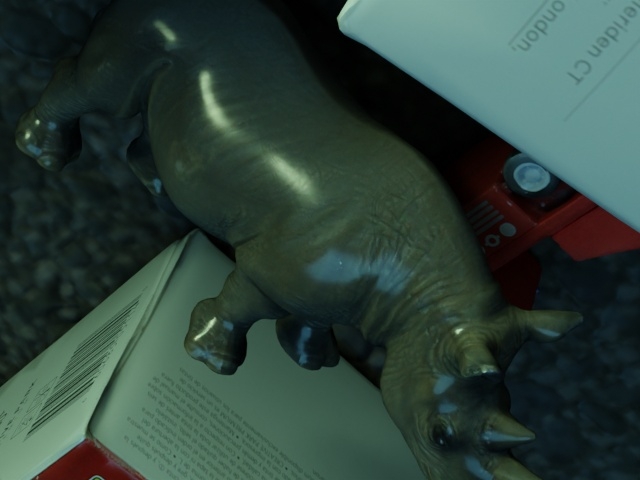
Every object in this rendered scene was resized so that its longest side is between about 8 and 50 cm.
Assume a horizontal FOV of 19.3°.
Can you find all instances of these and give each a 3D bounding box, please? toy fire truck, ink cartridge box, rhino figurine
[{"bbox_3d":[0.121,-0.001,0.659,0.135,0.047,0.192,42,128,-16],"label":"toy fire truck"},{"bbox_3d":[-0.039,0.193,0.806,0.309,0.130,0.272,41,129,-14],"label":"ink cartridge box"},{"bbox_3d":[0.000,0.000,0.635,0.243,0.073,0.106,47,127,19],"label":"rhino figurine"}]

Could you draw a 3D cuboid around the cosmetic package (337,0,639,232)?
[{"bbox_3d":[0.219,-0.044,0.460,0.385,0.217,0.156,32,130,-8],"label":"cosmetic package"}]
